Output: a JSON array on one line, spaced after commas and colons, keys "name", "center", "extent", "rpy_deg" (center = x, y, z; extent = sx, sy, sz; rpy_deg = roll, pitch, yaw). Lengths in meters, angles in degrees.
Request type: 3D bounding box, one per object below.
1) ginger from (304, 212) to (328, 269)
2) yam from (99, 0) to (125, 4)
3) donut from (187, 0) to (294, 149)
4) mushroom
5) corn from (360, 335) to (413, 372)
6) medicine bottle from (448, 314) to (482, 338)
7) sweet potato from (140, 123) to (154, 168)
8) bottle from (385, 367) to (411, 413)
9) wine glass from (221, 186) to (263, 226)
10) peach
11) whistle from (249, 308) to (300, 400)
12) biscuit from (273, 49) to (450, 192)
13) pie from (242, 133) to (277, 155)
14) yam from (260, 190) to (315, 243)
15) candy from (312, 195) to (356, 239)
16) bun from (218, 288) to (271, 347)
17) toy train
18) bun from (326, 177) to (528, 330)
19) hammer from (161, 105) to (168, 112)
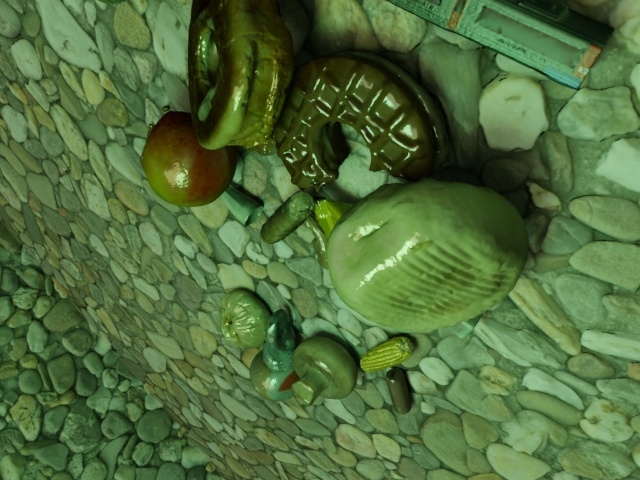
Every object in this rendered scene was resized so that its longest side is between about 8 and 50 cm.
[{"name": "ginger", "center": [0.001, -0.001, 1.296], "extent": [0.069, 0.051, 0.173], "rpy_deg": [-4, 114, 56]}, {"name": "yam", "center": [-0.423, -0.582, 1.116], "extent": [0.194, 0.107, 0.107], "rpy_deg": [-19, 110, 48]}, {"name": "donut", "center": [-0.152, -0.334, 0.990], "extent": [0.330, 0.159, 0.330], "rpy_deg": [176, 90, -67]}, {"name": "mushroom", "center": [-0.003, 0.384, 1.512], "extent": [0.204, 0.204, 0.204], "rpy_deg": [23, 136, 25]}, {"name": "corn", "center": [0.173, 0.301, 1.390], "extent": [0.067, 0.067, 0.206], "rpy_deg": [46, 142, -1]}, {"name": "medicine bottle", "center": [0.286, 0.145, 1.150], "extent": [0.118, 0.074, 0.055], "rpy_deg": [38, 141, 9]}, {"name": "sweet potato", "center": [-0.476, -0.234, 1.501], "extent": [0.068, 0.060, 0.206], "rpy_deg": [8, 126, -8]}, {"name": "bottle", "center": [0.216, 0.417, 1.464], "extent": [0.053, 0.053, 0.140], "rpy_deg": [8, 128, 36]}, {"name": "wine glass", "center": [-0.226, -0.112, 1.381], "extent": [0.155, 0.073, 0.073], "rpy_deg": [43, 141, 7]}, {"name": "peach", "center": [-0.307, -0.195, 1.256], "extent": [0.231, 0.231, 0.231], "rpy_deg": [23, 136, 25]}, {"name": "whistle", "center": [-0.120, 0.363, 1.618], "extent": [0.189, 0.189, 0.348], "rpy_deg": [24, 130, 24]}, {"name": "biscuit", "center": [0.048, -0.222, 1.011], "extent": [0.366, 0.115, 0.268], "rpy_deg": [-2, 122, 41]}, {"name": "pie", "center": [-0.151, -0.281, 1.184], "extent": [0.195, 0.046, 0.195], "rpy_deg": [25, 135, 28]}, {"name": "yam", "center": [-0.083, -0.048, 1.251], "extent": [0.317, 0.067, 0.071], "rpy_deg": [149, 115, -69]}, {"name": "candy", "center": [0.129, -0.023, 1.134], "extent": [0.297, 0.081, 0.187], "rpy_deg": [-2, 122, 31]}, {"name": "bun", "center": [-0.249, 0.261, 1.677], "extent": [0.222, 0.127, 0.222], "rpy_deg": [26, 140, 24]}, {"name": "toy train", "center": [0.213, -0.352, 0.774], "extent": [0.409, 0.086, 0.089], "rpy_deg": [33, 139, 15]}, {"name": "bun", "center": [0.189, 0.011, 0.957], "extent": [0.361, 0.213, 0.361], "rpy_deg": [-6, 144, -4]}, {"name": "hammer", "center": [-0.378, -0.297, 1.396], "extent": [0.029, 0.014, 0.123], "rpy_deg": [1, 127, 51]}]
